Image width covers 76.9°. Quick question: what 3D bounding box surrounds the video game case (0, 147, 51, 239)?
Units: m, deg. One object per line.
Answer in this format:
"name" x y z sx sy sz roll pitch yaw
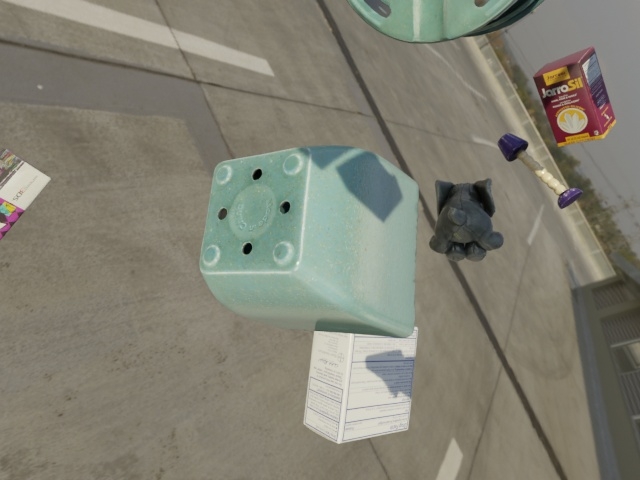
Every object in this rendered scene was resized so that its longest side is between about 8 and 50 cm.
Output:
"video game case" -0.463 -0.025 0.536 0.042 0.232 0.210 43 73 -41

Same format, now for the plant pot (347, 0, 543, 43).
"plant pot" 0.184 -0.428 0.538 0.341 0.341 0.334 52 42 -14

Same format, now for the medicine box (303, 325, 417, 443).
"medicine box" 0.113 0.359 1.085 0.263 0.149 0.289 13 82 -39

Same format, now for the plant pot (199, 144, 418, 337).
"plant pot" -0.020 -0.003 0.563 0.252 0.247 0.247 28 64 -58

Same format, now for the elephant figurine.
"elephant figurine" 0.339 -0.083 0.965 0.169 0.186 0.239 20 58 -9

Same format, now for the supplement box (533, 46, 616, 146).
"supplement box" 0.585 -0.324 0.928 0.081 0.104 0.188 -42 111 -25

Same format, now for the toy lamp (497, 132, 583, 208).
"toy lamp" 0.629 -0.212 1.180 0.080 0.080 0.274 12 39 -52
